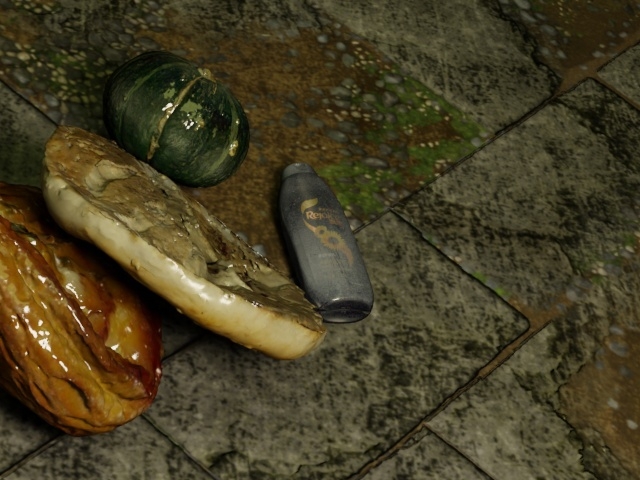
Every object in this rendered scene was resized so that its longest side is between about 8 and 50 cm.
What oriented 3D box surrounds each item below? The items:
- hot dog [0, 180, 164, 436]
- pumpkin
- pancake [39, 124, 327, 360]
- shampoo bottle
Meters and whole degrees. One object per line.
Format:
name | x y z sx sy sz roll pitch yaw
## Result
hot dog | -0.325 0.045 1.827 0.387 0.174 0.267 36 14 13
pumpkin | -0.175 -0.144 2.102 0.190 0.146 0.190 49 7 -8
pancake | -0.155 0.005 1.905 0.387 0.082 0.387 37 8 -6
shampoo bottle | 0.000 0.000 2.110 0.087 0.049 0.233 2 45 -23
